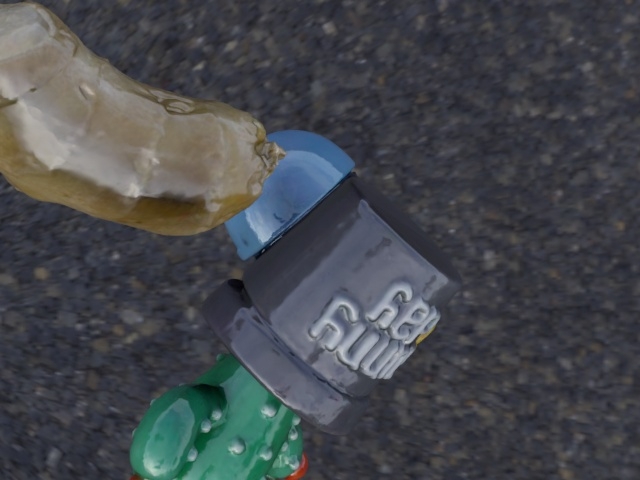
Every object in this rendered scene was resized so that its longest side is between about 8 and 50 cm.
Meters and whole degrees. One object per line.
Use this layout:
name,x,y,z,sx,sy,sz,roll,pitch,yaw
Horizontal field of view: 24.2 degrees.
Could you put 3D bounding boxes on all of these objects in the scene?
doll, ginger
doll,0.000,0.000,1.640,0.314,0.141,0.177,53,49,-5
ginger,-0.109,-0.056,0.758,0.190,0.069,0.095,20,97,-19

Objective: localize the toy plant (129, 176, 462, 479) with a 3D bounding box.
toy plant,-0.054,0.133,1.394,0.185,0.279,0.400,43,100,3
